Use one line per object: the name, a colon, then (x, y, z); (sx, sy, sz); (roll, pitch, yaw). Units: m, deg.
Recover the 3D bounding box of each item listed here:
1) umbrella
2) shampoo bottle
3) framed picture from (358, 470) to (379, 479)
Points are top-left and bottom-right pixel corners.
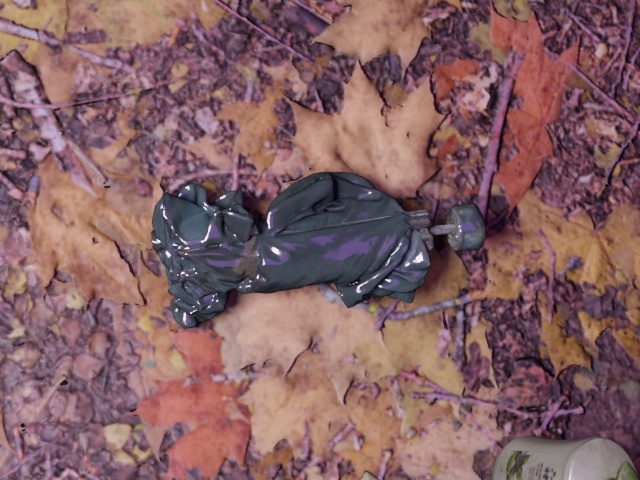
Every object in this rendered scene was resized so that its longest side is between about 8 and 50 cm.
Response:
umbrella: (0.000, 0.002, 1.470); (0.348, 0.094, 0.143); (-7, 103, -13)
shampoo bottle: (0.260, 0.257, 1.444); (0.087, 0.234, 0.118); (-5, 84, -18)
framed picture: (0.051, 0.424, 1.469); (0.231, 0.018, 0.293); (40, 72, -9)
